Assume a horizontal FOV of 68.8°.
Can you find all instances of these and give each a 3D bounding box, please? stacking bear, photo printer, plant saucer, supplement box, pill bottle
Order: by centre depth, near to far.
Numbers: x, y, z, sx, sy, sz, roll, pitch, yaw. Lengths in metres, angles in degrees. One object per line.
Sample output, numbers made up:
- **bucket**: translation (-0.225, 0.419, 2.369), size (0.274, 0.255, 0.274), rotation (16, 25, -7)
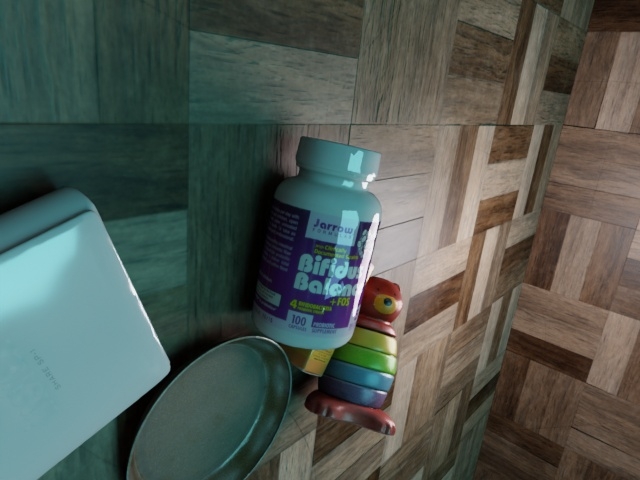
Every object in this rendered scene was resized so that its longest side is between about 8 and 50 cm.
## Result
- **photo printer**: translation (-0.321, 0.124, 0.439), size (0.308, 0.107, 0.255), rotation (-37, 132, -35)
- **pill bottle**: translation (0.000, 0.000, 0.725), size (0.169, 0.169, 0.301), rotation (-2, 108, -50)
- **plant saucer**: translation (-0.171, 0.290, 0.748), size (0.311, 0.050, 0.310), rotation (-24, 123, -43)
- **supplement box**: translation (0.011, 0.128, 0.873), size (0.080, 0.078, 0.233), rotation (35, 79, -52)
- **stacking bear**: translation (0.087, 0.212, 0.945), size (0.164, 0.176, 0.288), rotation (141, -33, -75)
